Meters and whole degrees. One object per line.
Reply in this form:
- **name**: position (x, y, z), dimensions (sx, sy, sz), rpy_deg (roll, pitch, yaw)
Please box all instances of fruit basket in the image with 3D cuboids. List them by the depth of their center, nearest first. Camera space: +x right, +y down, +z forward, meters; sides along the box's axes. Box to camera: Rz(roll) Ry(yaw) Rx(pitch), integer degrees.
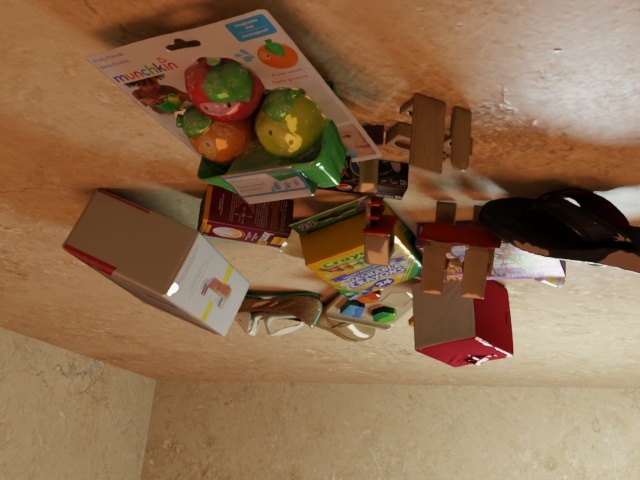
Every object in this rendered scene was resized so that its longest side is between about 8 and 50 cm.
- **fruit basket**: position (-0.124, -0.191, 1.333), dimensions (0.327, 0.165, 0.353), rpy_deg (-5, 155, 30)

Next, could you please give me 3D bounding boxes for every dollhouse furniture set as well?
- **dollhouse furniture set**: position (0.176, -0.138, 1.452), dimensions (0.144, 0.123, 0.151), rpy_deg (14, 160, -21)
- **dollhouse furniture set**: position (0.064, -0.131, 1.526), dimensions (0.091, 0.114, 0.081), rpy_deg (1, 165, 6)
- **dollhouse furniture set**: position (0.215, -0.014, 1.690), dimensions (0.259, 0.135, 0.262), rpy_deg (6, -158, 11)

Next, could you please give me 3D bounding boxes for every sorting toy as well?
- **sorting toy**: position (0.195, 0.179, 2.397), dimensions (0.307, 0.041, 0.229), rpy_deg (13, 140, -21)

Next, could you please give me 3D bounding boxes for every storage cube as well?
- **storage cube**: position (0.363, 0.202, 2.263), dimensions (0.184, 0.214, 0.193), rpy_deg (-18, 150, 35)

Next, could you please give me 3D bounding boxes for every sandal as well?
- **sandal**: position (0.522, -0.030, 1.660), dimensions (0.446, 0.167, 0.107), rpy_deg (12, 122, 1)

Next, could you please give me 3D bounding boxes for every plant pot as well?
- **plant pot**: position (0.000, 0.000, 2.057), dimensions (0.236, 0.032, 0.236), rpy_deg (5, 161, 2)

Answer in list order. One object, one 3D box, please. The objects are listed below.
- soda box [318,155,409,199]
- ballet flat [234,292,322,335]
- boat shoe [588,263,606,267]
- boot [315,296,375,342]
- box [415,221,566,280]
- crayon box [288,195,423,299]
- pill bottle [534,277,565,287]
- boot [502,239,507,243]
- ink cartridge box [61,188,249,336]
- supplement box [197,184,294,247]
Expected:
- **soda box**: position (0.076, -0.119, 1.646), dimensions (0.169, 0.053, 0.060), rpy_deg (7, 161, -5)
- **ballet flat**: position (-0.159, 0.220, 2.610), dimensions (0.343, 0.124, 0.116), rpy_deg (-1, 160, 19)
- **boat shoe**: position (0.659, 0.029, 1.889), dimensions (0.083, 0.065, 0.183), rpy_deg (22, 155, -36)
- **boot**: position (0.115, 0.225, 2.603), dimensions (0.236, 0.089, 0.269), rpy_deg (14, 158, -24)
- **box**: position (0.377, 0.024, 1.942), dimensions (0.293, 0.057, 0.201), rpy_deg (-3, 154, 23)
- **crayon box**: position (0.091, 0.022, 1.927), dimensions (0.203, 0.083, 0.323), rpy_deg (-21, 153, 16)
- **pill bottle**: position (0.553, 0.089, 2.132), dimensions (0.083, 0.043, 0.043), rpy_deg (20, 157, -37)
- **boot**: position (0.412, -0.032, 1.796), dimensions (0.158, 0.085, 0.059), rpy_deg (19, 132, 48)
- **ink cartridge box**: position (-0.360, 0.061, 2.028), dimensions (0.279, 0.160, 0.384), rpy_deg (22, 167, 19)
- **supplement box**: position (-0.160, -0.049, 1.883), dimensions (0.188, 0.080, 0.104), rpy_deg (10, 161, -12)
